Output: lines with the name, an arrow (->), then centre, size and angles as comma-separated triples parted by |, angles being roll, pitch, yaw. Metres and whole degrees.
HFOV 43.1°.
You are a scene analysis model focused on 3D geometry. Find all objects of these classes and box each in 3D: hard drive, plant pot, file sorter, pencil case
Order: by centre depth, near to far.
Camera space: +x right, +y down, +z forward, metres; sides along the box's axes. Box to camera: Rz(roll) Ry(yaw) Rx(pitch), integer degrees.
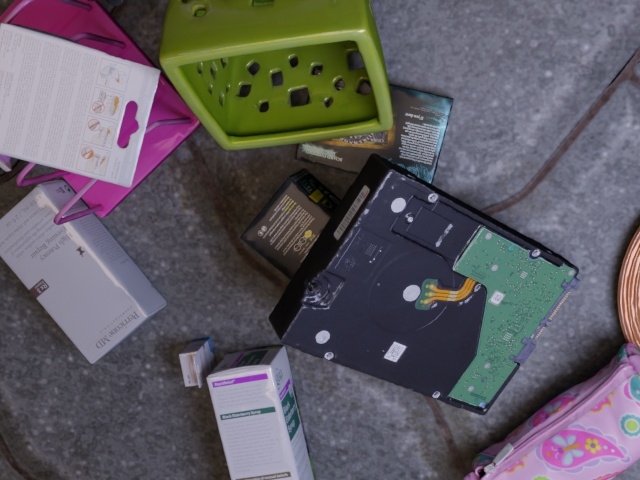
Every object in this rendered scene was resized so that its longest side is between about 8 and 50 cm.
plant pot -> -0.042, -0.252, 0.943 | 0.227, 0.228, 0.207 | -6, 69, 10
hard drive -> 0.136, 0.066, 0.983 | 0.339, 0.064, 0.237 | 24, 106, -30
file sorter -> -0.338, -0.190, 1.029 | 0.202, 0.182, 0.291 | -41, 92, 13
pencil case -> 0.321, 0.256, 1.030 | 0.284, 0.124, 0.124 | -42, 92, 20

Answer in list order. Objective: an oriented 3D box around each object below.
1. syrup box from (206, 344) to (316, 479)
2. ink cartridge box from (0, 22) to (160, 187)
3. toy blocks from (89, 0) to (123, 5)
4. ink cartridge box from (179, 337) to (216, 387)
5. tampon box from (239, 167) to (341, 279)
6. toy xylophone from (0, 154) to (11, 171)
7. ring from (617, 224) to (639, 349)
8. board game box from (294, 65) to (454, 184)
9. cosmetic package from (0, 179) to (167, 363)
syrup box -> -0.076, 0.274, 1.119 | 0.096, 0.093, 0.237 | -10, 98, 10
ink cartridge box -> -0.286, -0.154, 0.923 | 0.179, 0.045, 0.145 | 14, 100, -13
toy blocks -> -0.300, -0.470, 0.870 | 0.288, 0.309, 0.260 | 11, 144, 6
ink cartridge box -> -0.172, 0.170, 1.120 | 0.028, 0.083, 0.048 | -8, 99, 9
tampon box -> 0.000, 0.000, 1.045 | 0.161, 0.120, 0.101 | 40, 103, -1
toy xylophone -> -0.589, -0.112, 1.081 | 0.322, 0.081, 0.236 | -28, 136, 19
ring -> 0.549, 0.065, 1.024 | 0.336, 0.032, 0.337 | 1, 101, 7
board game box -> 0.068, -0.145, 1.057 | 0.186, 0.026, 0.126 | 15, 102, 5
cosmetic package -> -0.336, 0.041, 1.121 | 0.117, 0.085, 0.231 | -40, 91, 13
